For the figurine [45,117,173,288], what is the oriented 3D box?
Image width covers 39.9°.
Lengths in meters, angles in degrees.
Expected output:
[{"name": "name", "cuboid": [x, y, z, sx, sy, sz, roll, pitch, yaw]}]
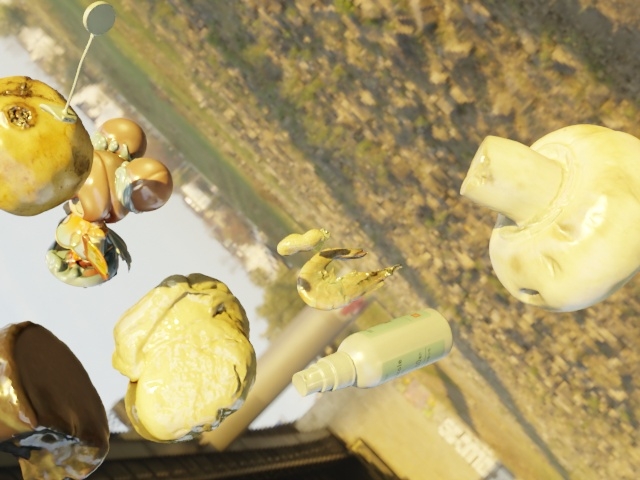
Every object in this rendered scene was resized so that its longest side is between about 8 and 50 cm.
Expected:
[{"name": "figurine", "cuboid": [-0.526, -0.078, 2.150, 0.276, 0.248, 0.388, 51, 140, 29]}]

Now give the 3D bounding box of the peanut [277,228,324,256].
[{"name": "peanut", "cuboid": [-0.033, 0.005, 1.503, 0.037, 0.083, 0.037, 164, 90, -83]}]

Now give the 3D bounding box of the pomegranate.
[{"name": "pomegranate", "cuboid": [-0.544, -0.170, 1.605, 0.260, 0.260, 0.260, 44, 178, 2]}]

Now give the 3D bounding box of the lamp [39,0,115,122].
[{"name": "lamp", "cuboid": [-0.359, -0.267, 1.303, 0.056, 0.198, 0.050, 42, -155, 31]}]

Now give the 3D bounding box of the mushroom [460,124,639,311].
[{"name": "mushroom", "cuboid": [0.428, -0.053, 1.599, 0.353, 0.353, 0.325, 44, -168, 9]}]

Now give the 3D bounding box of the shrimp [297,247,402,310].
[{"name": "shrimp", "cuboid": [0.060, 0.076, 2.074, 0.145, 0.254, 0.059, 57, 161, 19]}]

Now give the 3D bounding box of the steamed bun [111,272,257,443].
[{"name": "steamed bun", "cuboid": [-0.309, 0.263, 2.023, 0.230, 0.325, 0.372, -177, 68, -84]}]

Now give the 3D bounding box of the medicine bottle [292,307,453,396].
[{"name": "medicine bottle", "cuboid": [0.099, 0.226, 1.707, 0.110, 0.352, 0.110, 24, 121, 47]}]

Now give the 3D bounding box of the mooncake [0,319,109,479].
[{"name": "mooncake", "cuboid": [-0.649, 0.359, 1.965, 0.381, 0.212, 0.350, 58, -169, -38]}]

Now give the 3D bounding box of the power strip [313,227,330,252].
[{"name": "power strip", "cuboid": [0.000, 0.000, 2.006, 0.027, 0.017, 0.083, 22, 144, -7]}]
